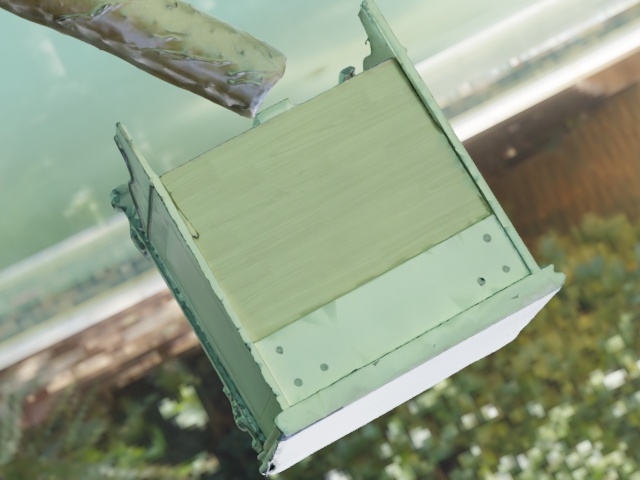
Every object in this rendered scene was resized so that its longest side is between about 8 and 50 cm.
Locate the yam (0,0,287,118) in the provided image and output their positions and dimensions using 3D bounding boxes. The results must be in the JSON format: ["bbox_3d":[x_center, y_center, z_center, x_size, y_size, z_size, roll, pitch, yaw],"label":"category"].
[{"bbox_3d":[-0.134,-0.141,1.037,0.057,0.241,0.057,-64,179,-3],"label":"yam"}]

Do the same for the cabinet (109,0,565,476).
[{"bbox_3d":[0.000,0.000,1.582,0.290,0.318,0.227,-29,169,-12],"label":"cabinet"}]
